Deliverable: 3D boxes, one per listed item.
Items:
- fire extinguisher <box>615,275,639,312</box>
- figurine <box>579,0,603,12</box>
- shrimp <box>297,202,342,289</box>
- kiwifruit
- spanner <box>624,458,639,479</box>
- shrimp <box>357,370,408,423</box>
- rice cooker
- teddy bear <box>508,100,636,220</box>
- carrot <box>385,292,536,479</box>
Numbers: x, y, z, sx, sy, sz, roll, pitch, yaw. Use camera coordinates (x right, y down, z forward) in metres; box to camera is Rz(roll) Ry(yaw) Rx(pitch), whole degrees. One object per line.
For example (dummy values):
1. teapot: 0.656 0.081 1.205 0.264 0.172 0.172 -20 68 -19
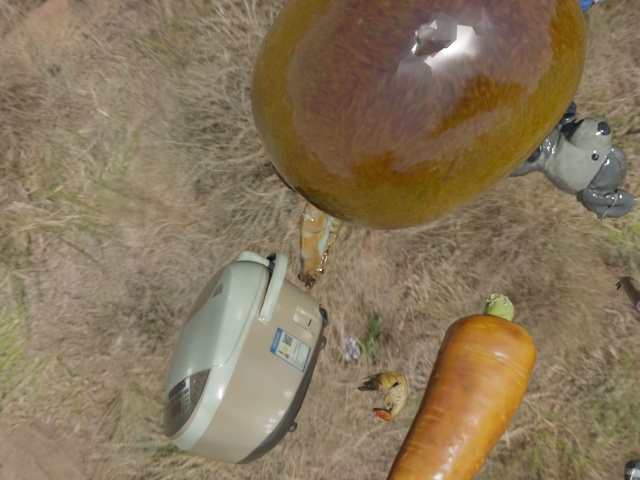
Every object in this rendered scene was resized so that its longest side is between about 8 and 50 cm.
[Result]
1. fire extinguisher: 0.601 0.099 1.481 0.048 0.173 0.035 0 105 10
2. figurine: 0.410 -0.394 1.198 0.079 0.136 0.077 0 111 43
3. shrimp: 0.000 0.000 1.149 0.043 0.091 0.184 33 122 32
4. kiwifruit: 0.061 -0.115 0.544 0.234 0.196 0.196 -35 92 9
5. spanner: 0.491 0.502 1.339 0.315 0.024 0.087 -39 99 -27
6. shrimp: 0.113 0.292 1.459 0.045 0.162 0.095 19 96 39
7. rice cooker: -0.072 0.109 0.739 0.127 0.206 0.145 34 138 -13
8. teddy bear: 0.378 -0.154 1.204 0.250 0.144 0.171 16 54 9
9. carrot: 0.065 0.141 0.459 0.061 0.061 0.257 31 65 0
